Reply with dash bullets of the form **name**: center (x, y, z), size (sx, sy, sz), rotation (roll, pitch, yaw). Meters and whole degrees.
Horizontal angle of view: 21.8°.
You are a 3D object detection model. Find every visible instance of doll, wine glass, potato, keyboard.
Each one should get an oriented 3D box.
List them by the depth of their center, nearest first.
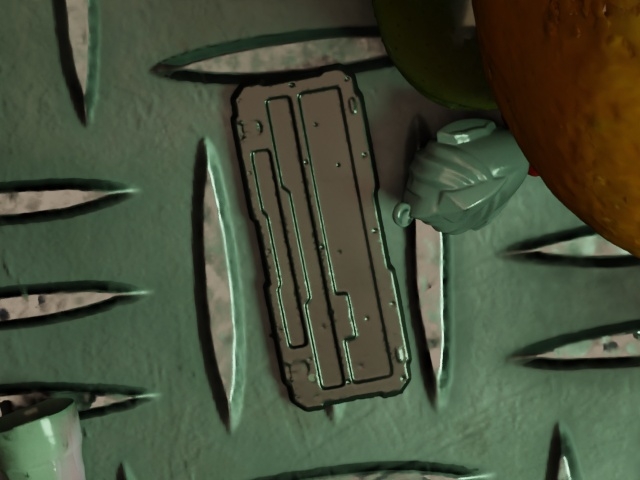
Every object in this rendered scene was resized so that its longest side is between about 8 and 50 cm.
- **potato**: center (0.115, -0.216, 1.184), size (0.169, 0.143, 0.248), rotation (4, 99, 5)
- **doll**: center (0.129, -0.059, 1.246), size (0.180, 0.079, 0.094), rotation (-30, 122, -10)
- **keyboard**: center (0.000, 0.000, 1.277), size (0.106, 0.016, 0.262), rotation (-11, 98, 0)
- **wine glass**: center (-0.201, 0.202, 1.278), size (0.073, 0.073, 0.155), rotation (-17, 101, 1)

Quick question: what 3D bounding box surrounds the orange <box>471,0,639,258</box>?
- **orange**: center (0.289, -0.180, 0.973), size (0.424, 0.326, 0.424), rotation (-5, 69, 13)
